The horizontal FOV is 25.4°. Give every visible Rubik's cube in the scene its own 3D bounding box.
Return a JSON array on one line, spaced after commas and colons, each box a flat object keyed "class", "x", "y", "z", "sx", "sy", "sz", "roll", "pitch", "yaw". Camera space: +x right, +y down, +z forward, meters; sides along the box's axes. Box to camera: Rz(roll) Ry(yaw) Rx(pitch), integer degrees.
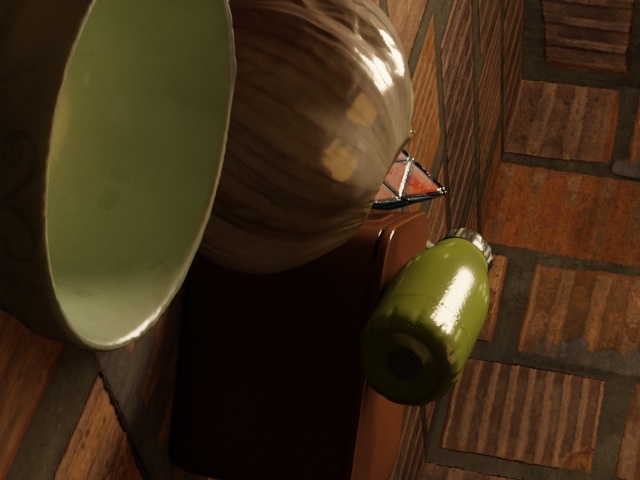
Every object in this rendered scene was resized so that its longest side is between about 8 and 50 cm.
[{"class": "Rubik's cube", "x": 0.059, "y": -0.100, "z": 2.247, "sx": 0.178, "sy": 0.211, "sz": 0.190, "roll": 119, "pitch": -36, "yaw": -61}]

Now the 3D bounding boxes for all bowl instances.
[{"class": "bowl", "x": -0.188, "y": -0.082, "z": 1.020, "sx": 0.307, "sy": 0.163, "sz": 0.307, "roll": 10, "pitch": 90, "yaw": -76}]

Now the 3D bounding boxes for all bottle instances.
[{"class": "bottle", "x": 0.126, "y": 0.071, "z": 1.544, "sx": 0.260, "sy": 0.112, "sz": 0.112, "roll": -53, "pitch": 150, "yaw": -57}]

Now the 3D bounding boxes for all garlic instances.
[{"class": "garlic", "x": -0.043, "y": -0.125, "z": 1.424, "sx": 0.317, "sy": 0.259, "sz": 0.317, "roll": -51, "pitch": -165, "yaw": 19}]

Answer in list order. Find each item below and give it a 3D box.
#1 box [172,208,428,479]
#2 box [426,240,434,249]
[{"class": "box", "x": -0.024, "y": 0.123, "z": 1.685, "sx": 0.239, "sy": 0.229, "sz": 0.339, "roll": -26, "pitch": 124, "yaw": -73}, {"class": "box", "x": 0.064, "y": 0.077, "z": 2.148, "sx": 0.294, "sy": 0.167, "sz": 0.193, "roll": 6, "pitch": 94, "yaw": -76}]
